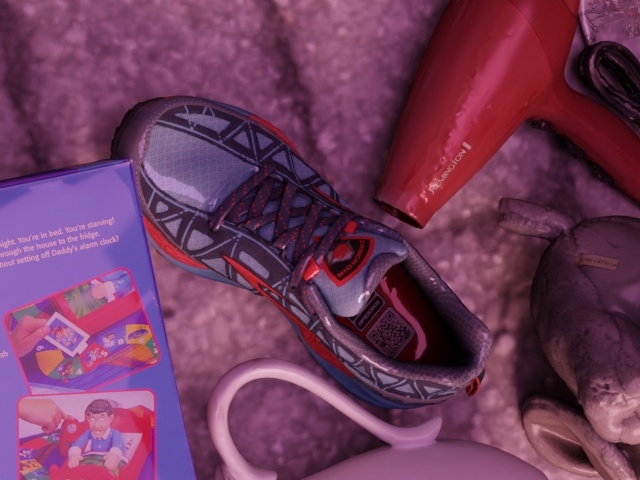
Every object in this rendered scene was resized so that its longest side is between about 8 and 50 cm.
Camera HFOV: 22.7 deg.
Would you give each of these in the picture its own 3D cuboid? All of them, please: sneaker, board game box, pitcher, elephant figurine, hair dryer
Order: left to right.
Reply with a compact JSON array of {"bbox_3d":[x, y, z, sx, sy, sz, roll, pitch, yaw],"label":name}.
[{"bbox_3d":[-0.249,0.103,0.839,0.347,0.078,0.233,-13,96,-19],"label":"board game box"},{"bbox_3d":[0.000,0.000,0.922,0.262,0.125,0.104,37,74,-17],"label":"sneaker"},{"bbox_3d":[0.033,0.156,0.937,0.207,0.125,0.177,0,98,-10],"label":"pitcher"},{"bbox_3d":[0.162,-0.084,1.004,0.293,0.080,0.223,-20,98,-18],"label":"hair dryer"},{"bbox_3d":[0.208,0.105,0.995,0.169,0.239,0.186,-6,52,5],"label":"elephant figurine"}]
